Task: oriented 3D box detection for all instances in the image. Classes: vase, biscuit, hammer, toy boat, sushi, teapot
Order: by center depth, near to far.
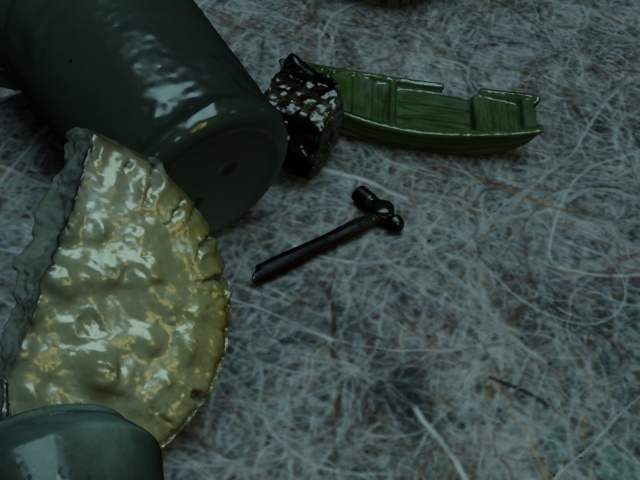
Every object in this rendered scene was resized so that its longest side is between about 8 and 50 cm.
[{"bbox_3d":[-0.150,0.240,0.744,0.203,0.171,0.225,11,43,-46],"label":"teapot"},{"bbox_3d":[-0.159,0.056,0.890,0.179,0.084,0.281,12,78,-15],"label":"biscuit"},{"bbox_3d":[-0.183,-0.147,1.066,0.245,0.245,0.291,-21,60,-28],"label":"vase"},{"bbox_3d":[0.000,0.000,1.092,0.178,0.021,0.065,-28,57,-29],"label":"hammer"},{"bbox_3d":[-0.022,-0.122,1.149,0.084,0.094,0.098,24,63,13],"label":"sushi"},{"bbox_3d":[0.094,-0.144,1.223,0.293,0.055,0.093,9,46,-4],"label":"toy boat"}]
